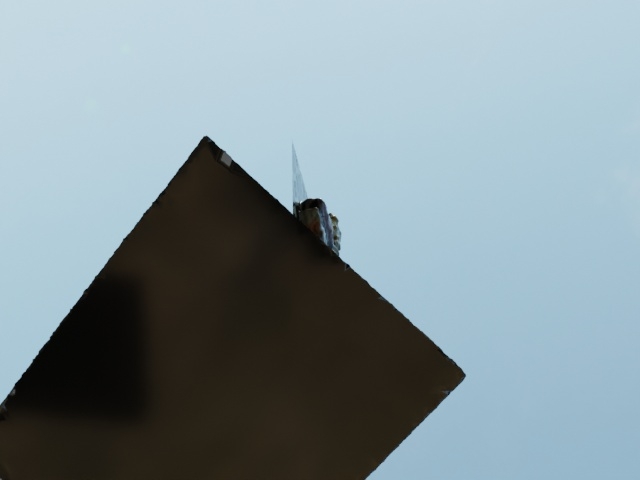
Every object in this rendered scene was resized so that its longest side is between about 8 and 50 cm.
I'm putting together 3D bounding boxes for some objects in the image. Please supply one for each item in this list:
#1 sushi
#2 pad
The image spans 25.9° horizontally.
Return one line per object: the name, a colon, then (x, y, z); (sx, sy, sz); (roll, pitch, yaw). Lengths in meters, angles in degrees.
sushi: (0.000, 0.000, 1.117); (0.026, 0.126, 0.120); (-6, -125, 7)
pad: (-0.060, 0.085, 0.676); (0.243, 0.163, 0.004); (-50, 174, 29)
